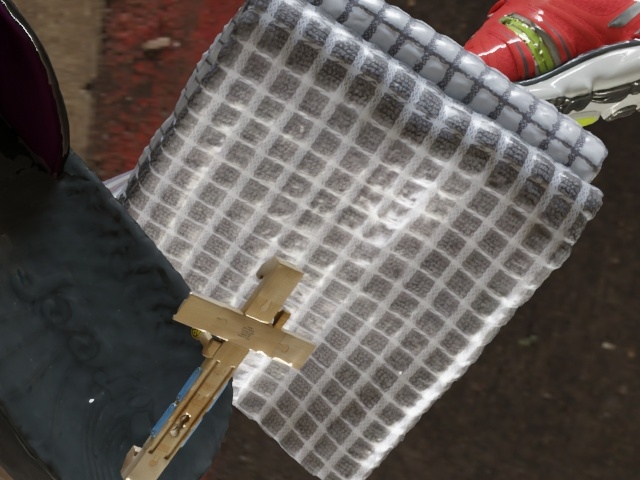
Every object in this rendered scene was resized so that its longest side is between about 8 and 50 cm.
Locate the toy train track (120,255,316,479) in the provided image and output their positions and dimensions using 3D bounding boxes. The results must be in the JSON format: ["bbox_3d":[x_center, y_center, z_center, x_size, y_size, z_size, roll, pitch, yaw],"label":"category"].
[{"bbox_3d":[-0.034,0.038,0.490,0.048,0.014,0.083,26,107,-35],"label":"toy train track"}]

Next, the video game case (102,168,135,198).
[{"bbox_3d":[-0.213,-0.031,1.542,0.201,0.183,0.023,-36,104,-53],"label":"video game case"}]

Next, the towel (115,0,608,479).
[{"bbox_3d":[0.000,0.000,0.984,0.235,0.284,0.121,30,36,-7],"label":"towel"}]

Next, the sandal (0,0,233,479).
[{"bbox_3d":[-0.174,-0.060,0.727,0.446,0.107,0.167,49,48,-22],"label":"sandal"}]

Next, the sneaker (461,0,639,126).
[{"bbox_3d":[0.145,-0.137,1.220,0.279,0.107,0.118,-13,72,-18],"label":"sneaker"}]
